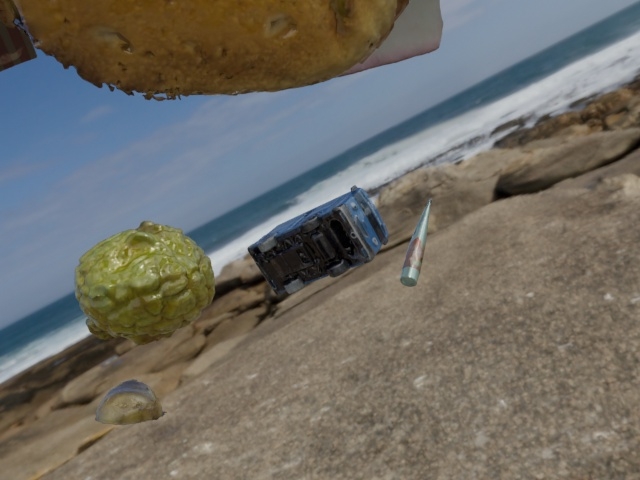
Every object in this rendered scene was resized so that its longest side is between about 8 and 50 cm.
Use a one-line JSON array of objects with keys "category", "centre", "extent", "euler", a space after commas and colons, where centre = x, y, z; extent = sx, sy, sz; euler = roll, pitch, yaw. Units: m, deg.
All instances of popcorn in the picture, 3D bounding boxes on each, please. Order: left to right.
[{"category": "popcorn", "centre": [-0.332, 0.092, 1.045], "extent": [0.251, 0.206, 0.237], "euler": [-45, -26, 28]}]

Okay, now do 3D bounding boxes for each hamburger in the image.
[{"category": "hamburger", "centre": [-0.080, -0.247, 0.348], "extent": [0.284, 0.304, 0.174], "euler": [-7, 27, -23]}]

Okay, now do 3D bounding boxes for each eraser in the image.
[{"category": "eraser", "centre": [0.002, -0.328, 0.924], "extent": [0.272, 0.122, 0.359], "euler": [-17, 19, -18]}]

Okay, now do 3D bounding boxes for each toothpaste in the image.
[{"category": "toothpaste", "centre": [0.200, 0.003, 1.152], "extent": [0.056, 0.036, 0.205], "euler": [108, -177, -54]}]

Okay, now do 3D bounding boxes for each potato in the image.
[{"category": "potato", "centre": [-0.454, 0.384, 1.354], "extent": [0.164, 0.081, 0.200], "euler": [2, -4, -23]}]

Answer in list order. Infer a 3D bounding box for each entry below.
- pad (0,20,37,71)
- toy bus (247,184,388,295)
[{"category": "pad", "centre": [-0.530, -0.238, 0.719], "extent": [0.300, 0.005, 0.202], "euler": [-33, -9, -21]}, {"category": "toy bus", "centre": [0.000, 0.000, 0.990], "extent": [0.234, 0.116, 0.133], "euler": [-22, 13, 39]}]
